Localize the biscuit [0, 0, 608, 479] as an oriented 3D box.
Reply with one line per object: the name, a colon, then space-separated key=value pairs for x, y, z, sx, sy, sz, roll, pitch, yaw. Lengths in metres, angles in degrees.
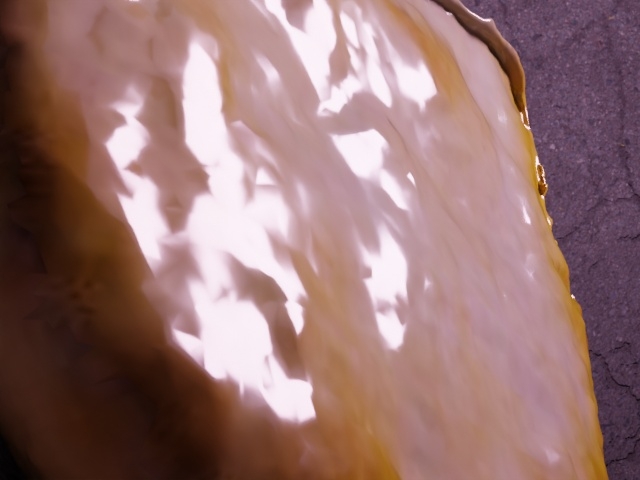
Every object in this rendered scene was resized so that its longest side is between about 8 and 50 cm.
biscuit: x=-0.001 y=0.000 z=0.625 sx=0.429 sy=0.104 sz=0.446 roll=25 pitch=47 yaw=-49
